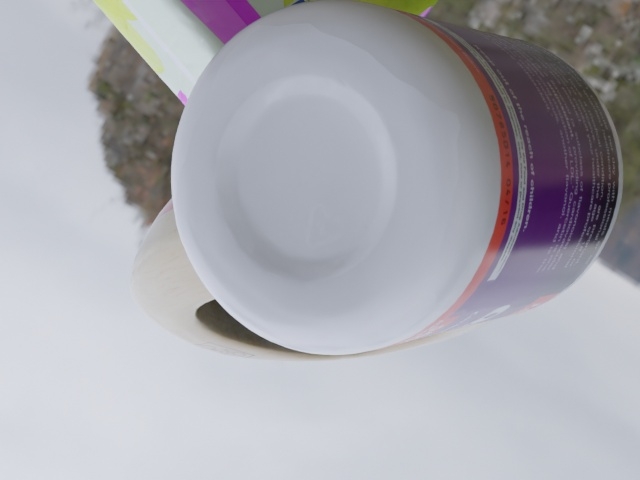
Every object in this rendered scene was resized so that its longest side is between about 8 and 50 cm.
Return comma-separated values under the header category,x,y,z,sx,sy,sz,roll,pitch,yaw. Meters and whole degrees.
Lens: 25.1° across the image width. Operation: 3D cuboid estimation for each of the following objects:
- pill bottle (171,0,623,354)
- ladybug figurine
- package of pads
category,x,y,z,sx,sy,sz,roll,pitch,yaw
pill bottle,0.067,-0.037,0.844,0.181,0.181,0.323,36,-162,22
ladybug figurine,0.000,0.000,1.295,0.305,0.162,0.449,19,156,-33
package of pads,-0.071,-0.241,1.173,0.296,0.229,0.101,49,148,4
